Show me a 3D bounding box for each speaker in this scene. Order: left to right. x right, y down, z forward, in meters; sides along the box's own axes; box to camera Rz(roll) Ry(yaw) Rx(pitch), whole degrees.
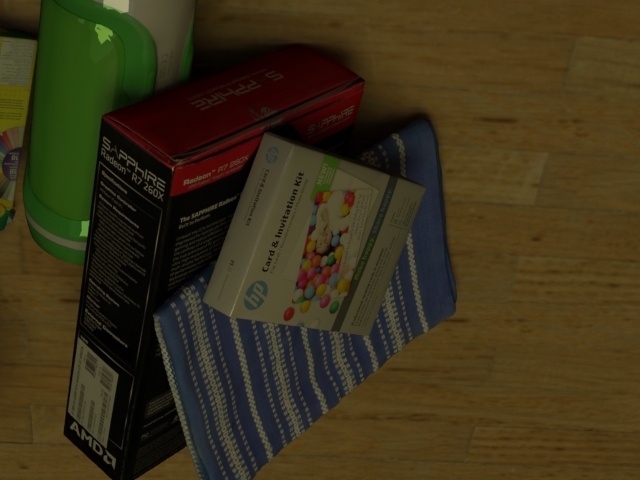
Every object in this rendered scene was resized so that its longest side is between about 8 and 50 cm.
[{"bbox_3d":[-0.180,-0.124,1.013,0.131,0.131,0.297,9,127,-9],"label":"speaker"}]

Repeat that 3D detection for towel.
[{"bbox_3d":[0.004,0.062,1.089,0.336,0.040,0.243,-37,136,-30],"label":"towel"}]

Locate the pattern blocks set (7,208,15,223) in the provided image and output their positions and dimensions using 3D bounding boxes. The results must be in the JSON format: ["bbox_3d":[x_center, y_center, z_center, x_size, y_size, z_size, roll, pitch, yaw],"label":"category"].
[{"bbox_3d":[-0.429,-0.113,1.072,0.285,0.026,0.325,-12,128,7],"label":"pattern blocks set"}]

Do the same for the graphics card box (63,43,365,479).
[{"bbox_3d":[-0.100,0.025,1.073,0.094,0.232,0.371,34,132,25],"label":"graphics card box"}]

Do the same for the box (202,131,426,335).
[{"bbox_3d":[0.000,0.000,0.999,0.186,0.038,0.145,14,99,-50],"label":"box"}]

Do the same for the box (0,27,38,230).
[{"bbox_3d":[-0.308,-0.094,1.027,0.105,0.043,0.179,1,110,-36],"label":"box"}]
